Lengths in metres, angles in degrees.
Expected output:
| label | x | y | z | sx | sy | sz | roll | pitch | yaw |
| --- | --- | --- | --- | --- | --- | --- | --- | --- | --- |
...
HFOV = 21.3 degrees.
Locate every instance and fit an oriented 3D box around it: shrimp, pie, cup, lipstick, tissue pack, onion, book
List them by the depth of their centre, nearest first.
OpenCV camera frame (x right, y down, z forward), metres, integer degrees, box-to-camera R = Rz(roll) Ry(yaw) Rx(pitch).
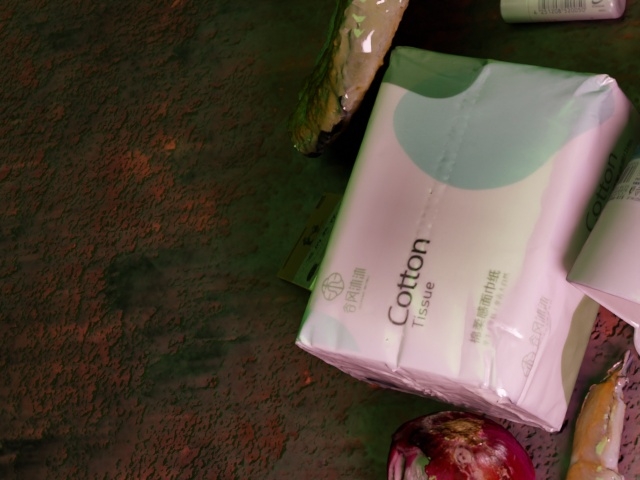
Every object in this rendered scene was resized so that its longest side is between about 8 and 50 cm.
| label | x | y | z | sx | sy | sz | roll | pitch | yaw |
| --- | --- | --- | --- | --- | --- | --- | --- | --- | --- |
| cup | 0.400 | 0.000 | 1.615 | 0.290 | 0.219 | 0.257 | 20 | 80 | 58 |
| shrimp | 0.324 | 0.265 | 1.671 | 0.185 | 0.068 | 0.287 | -44 | 46 | 9 |
| onion | 0.149 | 0.269 | 1.741 | 0.135 | 0.198 | 0.173 | -14 | 36 | -19 |
| tissue pack | 0.166 | -0.008 | 1.789 | 0.266 | 0.194 | 0.356 | 12 | 77 | 33 |
| lipstick | 0.274 | -0.268 | 1.926 | 0.141 | 0.040 | 0.040 | 1 | 71 | 32 |
| book | 0.000 | 0.000 | 1.932 | 0.118 | 0.012 | 0.172 | -60 | 14 | -4 |
| pie | 0.056 | -0.272 | 1.935 | 0.078 | 0.296 | 0.371 | 22 | 82 | -5 |
